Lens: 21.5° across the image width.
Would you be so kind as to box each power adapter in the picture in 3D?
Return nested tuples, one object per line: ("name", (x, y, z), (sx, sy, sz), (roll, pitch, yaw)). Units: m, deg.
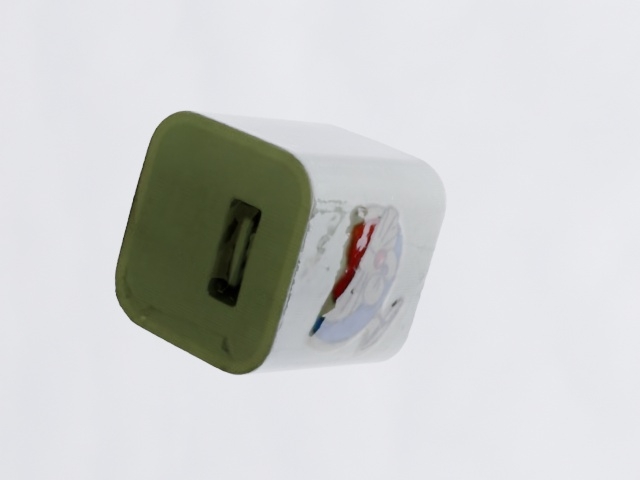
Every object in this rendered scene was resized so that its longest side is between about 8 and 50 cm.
("power adapter", (0.000, 0.000, 0.994), (0.125, 0.205, 0.130), (24, -75, 35))
